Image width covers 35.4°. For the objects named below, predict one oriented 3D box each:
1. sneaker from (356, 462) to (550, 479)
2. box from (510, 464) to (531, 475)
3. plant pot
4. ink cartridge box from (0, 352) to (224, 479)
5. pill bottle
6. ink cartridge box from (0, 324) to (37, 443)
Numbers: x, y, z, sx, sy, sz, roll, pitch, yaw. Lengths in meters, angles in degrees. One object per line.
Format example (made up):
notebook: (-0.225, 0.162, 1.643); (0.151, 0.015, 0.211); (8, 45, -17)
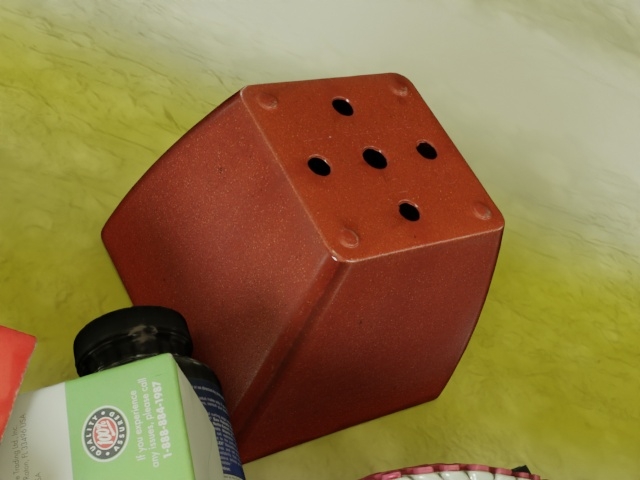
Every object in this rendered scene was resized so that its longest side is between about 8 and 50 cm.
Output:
sneaker: (0.144, 0.231, 0.744); (0.299, 0.121, 0.112); (12, 69, -12)
box: (0.137, 0.354, 0.770); (0.243, 0.076, 0.307); (-11, 59, -34)
plant pot: (0.000, 0.000, 0.884); (0.267, 0.235, 0.267); (-11, 59, -35)
ink cartridge box: (-0.228, 0.224, 0.596); (0.354, 0.119, 0.207); (-15, 56, 0)
pill bottle: (-0.124, 0.164, 0.758); (0.123, 0.122, 0.219); (0, 54, -28)
ink cartridge box: (-0.312, 0.110, 0.480); (0.296, 0.066, 0.261); (21, 62, -16)
